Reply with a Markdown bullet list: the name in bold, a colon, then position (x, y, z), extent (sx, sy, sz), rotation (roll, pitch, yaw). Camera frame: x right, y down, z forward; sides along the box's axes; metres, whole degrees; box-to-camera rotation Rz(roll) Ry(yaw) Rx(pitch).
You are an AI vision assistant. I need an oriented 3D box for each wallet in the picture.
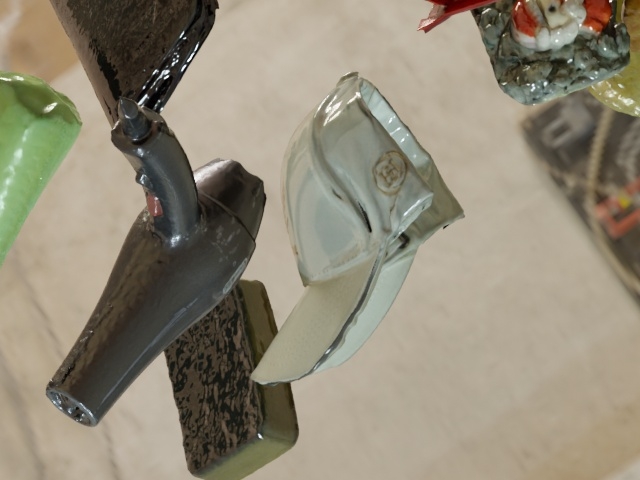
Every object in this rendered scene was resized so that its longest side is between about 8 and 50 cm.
- **wallet**: position (-0.197, -0.255, 1.545), extent (0.045, 0.172, 0.318), rotation (6, -137, -41)

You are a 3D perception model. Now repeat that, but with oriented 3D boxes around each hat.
- **hat**: position (0.008, 0.000, 1.610), extent (0.168, 0.301, 0.258), rotation (34, -177, 12)

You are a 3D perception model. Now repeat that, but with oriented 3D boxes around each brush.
- **brush**: position (-0.097, 0.142, 1.726), extent (0.059, 0.123, 0.197), rotation (19, -133, -47)

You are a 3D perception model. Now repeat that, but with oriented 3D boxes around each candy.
- **candy**: position (-0.444, -0.061, 2.226), extent (0.142, 0.343, 0.132), rotation (18, -161, -35)

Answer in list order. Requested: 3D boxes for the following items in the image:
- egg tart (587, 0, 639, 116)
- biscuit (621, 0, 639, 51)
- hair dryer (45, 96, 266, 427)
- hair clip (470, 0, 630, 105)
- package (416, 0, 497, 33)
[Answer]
- **egg tart**: position (0.402, -0.260, 1.827), extent (0.290, 0.290, 0.115), rotation (50, -176, -28)
- **biscuit**: position (0.369, -0.197, 1.450), extent (0.228, 0.031, 0.176), rotation (12, 158, 22)
- **hair dryer**: position (-0.133, -0.014, 1.169), extent (0.091, 0.235, 0.272), rotation (24, 152, 23)
- **hair clip**: position (0.174, -0.262, 1.535), extent (0.091, 0.138, 0.321), rotation (77, 169, -50)
- **package**: position (0.140, -0.356, 1.117), extent (0.123, 0.423, 0.196), rotation (13, -152, 11)
